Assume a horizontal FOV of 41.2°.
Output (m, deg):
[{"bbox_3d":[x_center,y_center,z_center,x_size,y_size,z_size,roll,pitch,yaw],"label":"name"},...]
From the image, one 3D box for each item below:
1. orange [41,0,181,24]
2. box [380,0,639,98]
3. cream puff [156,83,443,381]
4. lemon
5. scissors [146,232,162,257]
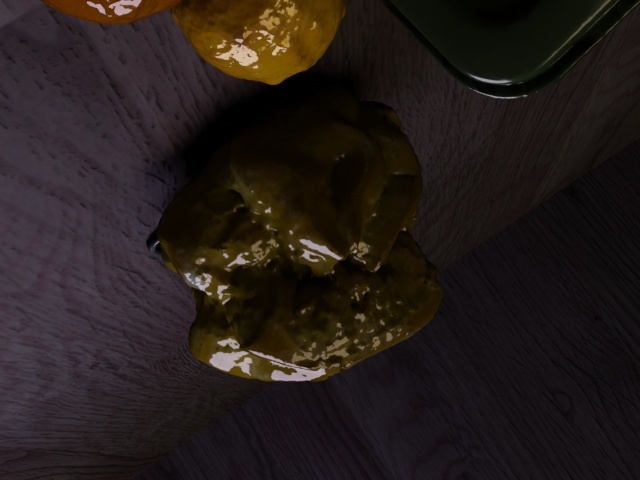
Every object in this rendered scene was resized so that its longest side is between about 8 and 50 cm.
[{"bbox_3d":[-0.104,-0.174,0.437,0.135,0.117,0.135,-27,169,-6],"label":"orange"},{"bbox_3d":[0.144,-0.271,0.455,0.329,0.253,0.178,-45,176,37],"label":"box"},{"bbox_3d":[0.006,-0.006,0.906,0.323,0.270,0.274,-31,157,-35],"label":"cream puff"},{"bbox_3d":[-0.041,-0.168,0.599,0.114,0.114,0.155,-38,165,15],"label":"lemon"},{"bbox_3d":[-0.101,-0.025,1.105,0.109,0.022,0.300,-43,163,30],"label":"scissors"}]
